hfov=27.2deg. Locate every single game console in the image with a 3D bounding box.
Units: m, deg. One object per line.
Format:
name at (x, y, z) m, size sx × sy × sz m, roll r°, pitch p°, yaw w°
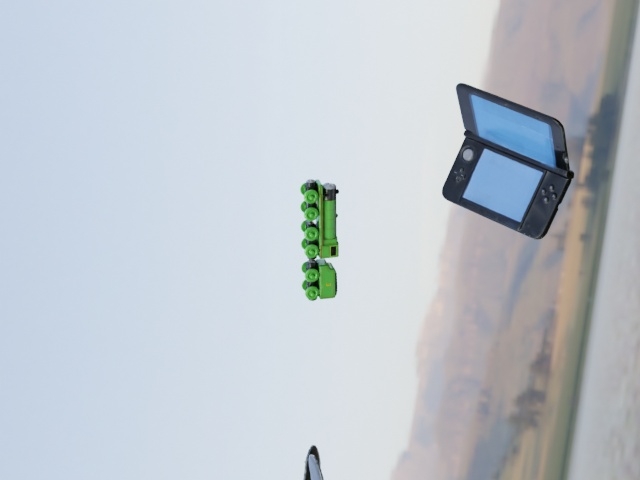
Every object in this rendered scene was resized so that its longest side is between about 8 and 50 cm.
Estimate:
game console at (0.167, -0.074, 1.240) m, size 0.071 × 0.122 × 0.107 m, roll 19°, pitch -83°, yaw -54°

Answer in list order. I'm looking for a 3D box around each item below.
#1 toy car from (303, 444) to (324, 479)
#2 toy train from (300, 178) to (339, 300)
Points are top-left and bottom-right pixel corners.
toy car at (0.025, 0.233, 0.910) m, size 0.155 × 0.149 × 0.188 m, roll 117°, pitch 137°, yaw -84°
toy train at (0.000, 0.000, 0.830) m, size 0.017 × 0.023 × 0.083 m, roll -116°, pitch 23°, yaw -63°
